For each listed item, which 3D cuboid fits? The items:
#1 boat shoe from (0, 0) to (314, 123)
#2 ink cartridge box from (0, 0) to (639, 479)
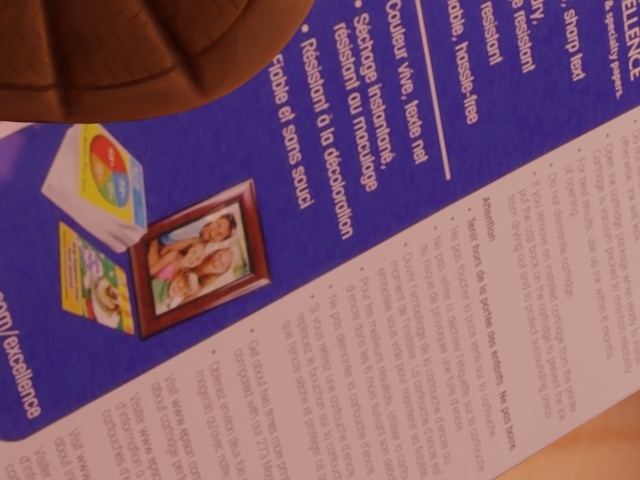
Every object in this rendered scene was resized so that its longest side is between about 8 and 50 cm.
[{"bbox_3d":[-0.167,-0.101,0.392,0.341,0.110,0.121,9,123,-26],"label":"boat shoe"},{"bbox_3d":[0.000,0.000,0.533,0.371,0.069,0.175,-26,121,-24],"label":"ink cartridge box"}]
